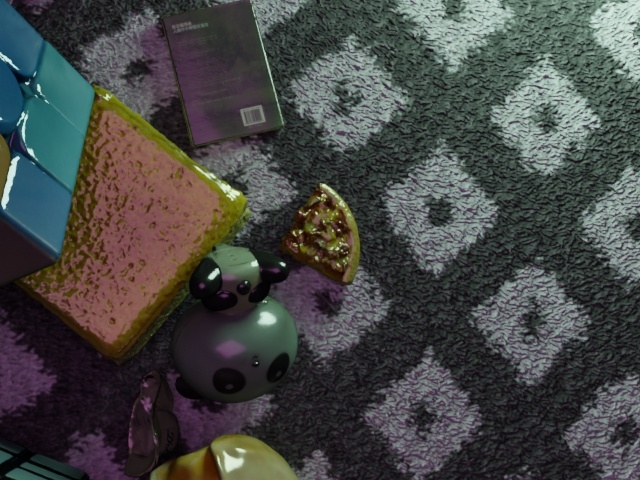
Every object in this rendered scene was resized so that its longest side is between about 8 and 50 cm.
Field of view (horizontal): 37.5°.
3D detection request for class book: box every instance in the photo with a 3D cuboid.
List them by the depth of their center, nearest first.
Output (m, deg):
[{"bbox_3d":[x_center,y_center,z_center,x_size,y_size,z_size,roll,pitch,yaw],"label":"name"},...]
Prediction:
[{"bbox_3d":[-0.163,-0.281,1.573,0.160,0.024,0.228,-14,85,-10],"label":"book"}]

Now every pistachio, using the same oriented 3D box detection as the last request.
[{"bbox_3d":[-0.123,0.422,1.388,0.230,0.230,0.309,-37,124,-11],"label":"pistachio"}]

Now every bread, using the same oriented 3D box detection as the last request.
[{"bbox_3d":[-0.325,-0.025,1.459,0.323,0.143,0.333,41,79,-3],"label":"bread"}]

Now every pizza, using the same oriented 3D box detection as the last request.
[{"bbox_3d":[0.001,0.000,1.551,0.134,0.046,0.175,-23,87,-10],"label":"pizza"}]

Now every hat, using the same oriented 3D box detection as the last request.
[{"bbox_3d":[-0.249,0.287,1.434,0.081,0.166,0.122,22,103,-15],"label":"hat"}]

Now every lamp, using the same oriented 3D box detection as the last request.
[{"bbox_3d":[-0.130,0.132,1.428,0.198,0.197,0.244,-2,121,-8],"label":"lamp"}]

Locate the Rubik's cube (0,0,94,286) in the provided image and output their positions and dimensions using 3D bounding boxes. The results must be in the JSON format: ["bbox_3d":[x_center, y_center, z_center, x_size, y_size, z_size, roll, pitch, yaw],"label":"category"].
[{"bbox_3d":[-0.550,-0.133,1.228,0.347,0.346,0.344,-21,46,24],"label":"Rubik's cube"}]

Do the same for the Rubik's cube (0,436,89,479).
[{"bbox_3d":[-0.515,0.418,1.305,0.283,0.293,0.288,24,79,-7],"label":"Rubik's cube"}]

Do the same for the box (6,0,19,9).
[{"bbox_3d":[-0.519,-0.392,1.529,0.051,0.036,0.117,22,81,-4],"label":"box"}]
